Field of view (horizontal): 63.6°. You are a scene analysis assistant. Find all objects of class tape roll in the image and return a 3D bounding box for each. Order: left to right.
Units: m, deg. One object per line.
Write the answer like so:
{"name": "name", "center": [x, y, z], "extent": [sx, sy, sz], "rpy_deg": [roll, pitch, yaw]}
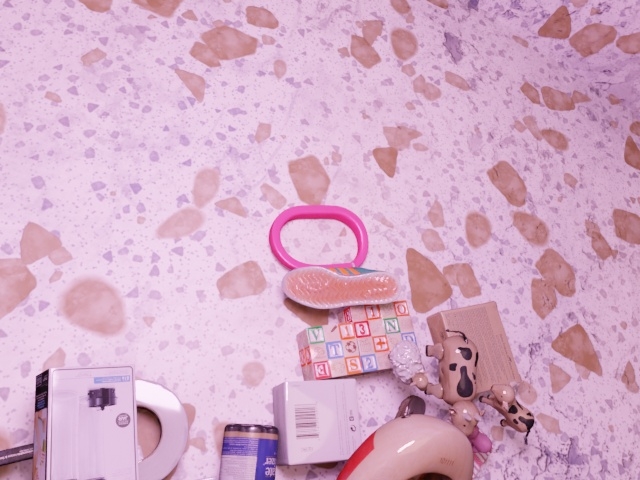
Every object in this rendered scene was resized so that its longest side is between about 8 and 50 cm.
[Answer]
{"name": "tape roll", "center": [-0.396, 0.412, 1.098], "extent": [0.219, 0.072, 0.219], "rpy_deg": [8, 65, -18]}

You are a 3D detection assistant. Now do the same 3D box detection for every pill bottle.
{"name": "pill bottle", "center": [-0.159, 0.514, 1.114], "extent": [0.123, 0.123, 0.219], "rpy_deg": [10, 66, -16]}

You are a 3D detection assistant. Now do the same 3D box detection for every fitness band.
{"name": "fitness band", "center": [0.000, 0.000, 1.432], "extent": [0.291, 0.054, 0.208], "rpy_deg": [-1, 69, -22]}

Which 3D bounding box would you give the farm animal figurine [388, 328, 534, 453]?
{"name": "farm animal figurine", "center": [0.353, 0.375, 1.243], "extent": [0.331, 0.172, 0.326], "rpy_deg": [-10, 83, -19]}

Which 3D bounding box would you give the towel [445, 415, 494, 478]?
{"name": "towel", "center": [0.352, 0.550, 1.346], "extent": [0.197, 0.029, 0.144], "rpy_deg": [-38, 85, -31]}

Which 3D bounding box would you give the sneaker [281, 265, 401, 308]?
{"name": "sneaker", "center": [0.051, 0.121, 1.343], "extent": [0.302, 0.121, 0.108], "rpy_deg": [3, 88, -2]}

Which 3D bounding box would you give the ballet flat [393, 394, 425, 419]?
{"name": "ballet flat", "center": [0.188, 0.501, 1.294], "extent": [0.084, 0.058, 0.249], "rpy_deg": [41, 64, -21]}

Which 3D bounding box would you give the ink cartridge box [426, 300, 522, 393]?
{"name": "ink cartridge box", "center": [0.425, 0.302, 1.441], "extent": [0.193, 0.088, 0.234], "rpy_deg": [-6, 71, -22]}

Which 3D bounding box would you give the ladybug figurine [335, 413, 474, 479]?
{"name": "ladybug figurine", "center": [0.145, 0.555, 1.110], "extent": [0.305, 0.162, 0.449], "rpy_deg": [25, 100, -29]}

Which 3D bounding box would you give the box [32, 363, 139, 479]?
{"name": "box", "center": [-0.438, 0.387, 0.970], "extent": [0.169, 0.087, 0.289], "rpy_deg": [11, 62, -42]}

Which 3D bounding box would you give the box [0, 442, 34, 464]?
{"name": "box", "center": [-0.584, 0.415, 1.001], "extent": [0.162, 0.116, 0.029], "rpy_deg": [-8, 73, -23]}

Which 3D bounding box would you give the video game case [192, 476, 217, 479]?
{"name": "video game case", "center": [-0.348, 0.617, 1.055], "extent": [0.285, 0.025, 0.204], "rpy_deg": [-1, 69, -20]}

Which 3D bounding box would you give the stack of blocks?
{"name": "stack of blocks", "center": [0.095, 0.260, 1.337], "extent": [0.297, 0.087, 0.171], "rpy_deg": [-4, 69, -22]}

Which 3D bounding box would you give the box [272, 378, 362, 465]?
{"name": "box", "center": [-0.010, 0.425, 1.209], "extent": [0.182, 0.119, 0.180], "rpy_deg": [3, 67, -20]}
